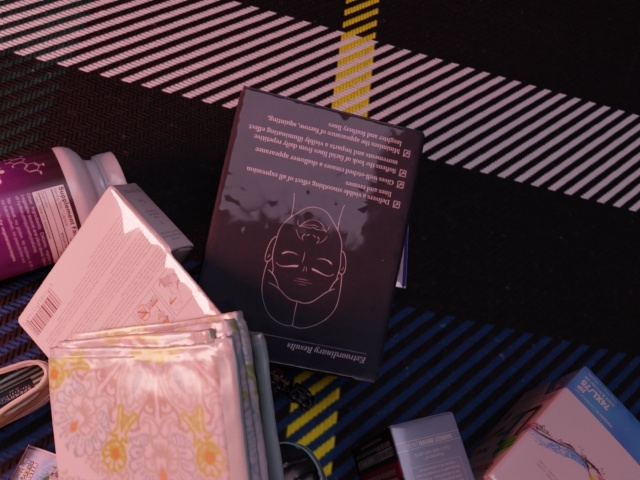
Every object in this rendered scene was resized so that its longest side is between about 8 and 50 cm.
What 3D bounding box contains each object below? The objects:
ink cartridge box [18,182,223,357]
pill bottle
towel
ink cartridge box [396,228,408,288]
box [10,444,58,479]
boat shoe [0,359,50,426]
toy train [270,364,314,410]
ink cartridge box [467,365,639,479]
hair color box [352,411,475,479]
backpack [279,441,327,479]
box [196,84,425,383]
[{"bbox_3d":[-0.288,0.110,0.955,0.261,0.296,0.066,46,22,11],"label":"ink cartridge box"},{"bbox_3d":[-0.477,-0.042,1.029,0.322,0.181,0.182,-21,71,-25],"label":"pill bottle"},{"bbox_3d":[-0.203,0.290,0.841,0.320,0.090,0.375,-8,86,25],"label":"towel"},{"bbox_3d":[0.000,0.000,1.212,0.332,0.065,0.166,12,61,-8],"label":"ink cartridge box"},{"bbox_3d":[-0.406,0.408,0.899,0.114,0.036,0.207,21,60,-4],"label":"box"},{"bbox_3d":[-0.526,0.253,0.912,0.302,0.094,0.109,-31,75,-27],"label":"boat shoe"},{"bbox_3d":[-0.077,0.232,1.090,0.158,0.027,0.036,34,56,3],"label":"toy train"},{"bbox_3d":[0.372,0.383,1.041,0.270,0.198,0.197,-35,78,-29],"label":"ink cartridge box"},{"bbox_3d":[0.170,0.467,0.946,0.113,0.185,0.375,-7,66,-20],"label":"hair color box"},{"bbox_3d":[-0.076,0.381,0.935,0.188,0.144,0.166,-20,66,5],"label":"backpack"},{"bbox_3d":[-0.033,-0.003,1.039,0.293,0.212,0.396,13,85,-10],"label":"box"}]
